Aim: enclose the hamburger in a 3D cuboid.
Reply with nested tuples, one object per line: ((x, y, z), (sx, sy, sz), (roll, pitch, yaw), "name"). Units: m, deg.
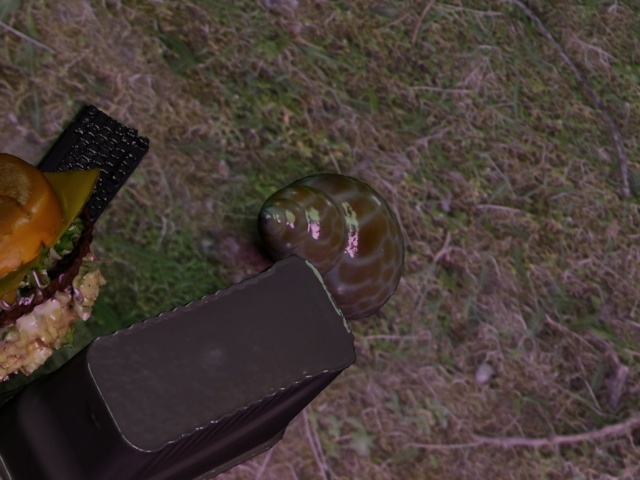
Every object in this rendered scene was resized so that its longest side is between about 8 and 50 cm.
((-0.289, 0.027, 1.258), (0.262, 0.138, 0.243), (8, 32, 21), "hamburger")

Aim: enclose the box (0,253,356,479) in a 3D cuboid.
((-0.117, 0.118, 1.314), (0.274, 0.178, 0.138), (-23, 77, -37), "box")

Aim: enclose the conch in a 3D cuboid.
((0.014, -0.003, 1.503), (0.173, 0.106, 0.116), (44, 70, -20), "conch")

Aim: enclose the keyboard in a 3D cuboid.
((-0.226, -0.028, 1.429), (0.072, 0.023, 0.231), (35, 53, -5), "keyboard")
